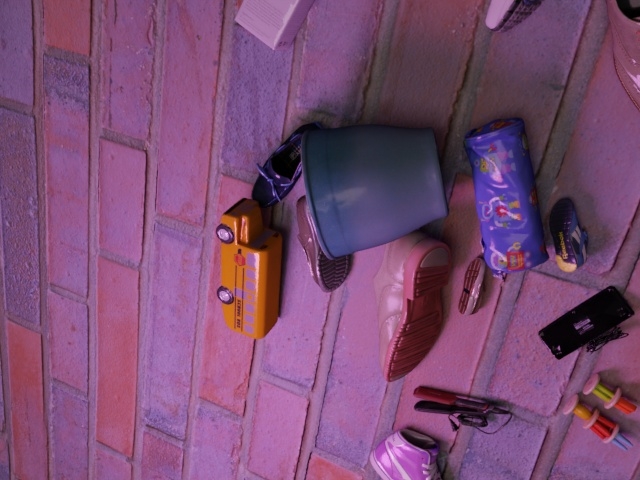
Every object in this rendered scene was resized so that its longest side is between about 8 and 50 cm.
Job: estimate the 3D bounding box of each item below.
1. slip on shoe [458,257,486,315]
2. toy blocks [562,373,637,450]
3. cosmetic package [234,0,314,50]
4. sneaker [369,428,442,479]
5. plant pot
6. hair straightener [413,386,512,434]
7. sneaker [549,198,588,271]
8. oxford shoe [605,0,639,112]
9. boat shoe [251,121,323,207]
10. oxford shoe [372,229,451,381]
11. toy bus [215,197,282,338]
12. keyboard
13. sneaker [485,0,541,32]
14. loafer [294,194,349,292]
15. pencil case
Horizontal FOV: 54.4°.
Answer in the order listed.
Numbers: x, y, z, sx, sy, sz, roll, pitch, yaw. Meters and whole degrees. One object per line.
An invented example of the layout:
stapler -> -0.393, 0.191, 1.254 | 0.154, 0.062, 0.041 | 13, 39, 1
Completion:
slip on shoe -> 0.339, 0.101, 1.356 | 0.041, 0.051, 0.136 | 5, 107, -19
toy blocks -> 0.613, 0.368, 1.318 | 0.148, 0.054, 0.123 | 36, 120, 9
cosmetic package -> -0.071, -0.525, 1.288 | 0.117, 0.085, 0.231 | 39, 118, 7
sneaker -> 0.268, 0.589, 1.536 | 0.282, 0.102, 0.161 | 42, 117, 5
plant pot -> 0.120, -0.117, 1.260 | 0.255, 0.272, 0.272 | -11, 104, 13
hair straightener -> 0.334, 0.408, 1.476 | 0.230, 0.047, 0.089 | 4, 111, 19
sneaker -> 0.496, -0.012, 1.237 | 0.053, 0.059, 0.144 | -5, 92, 58
oxford shoe -> 0.547, -0.336, 1.042 | 0.122, 0.130, 0.349 | -21, 99, 30
boat shoe -> -0.093, -0.172, 1.423 | 0.109, 0.089, 0.258 | 40, 122, 7
oxford shoe -> 0.188, 0.144, 1.413 | 0.146, 0.140, 0.397 | 40, 131, 43
toy bus -> -0.171, 0.071, 1.513 | 0.130, 0.108, 0.333 | 18, 124, 20
keyboard -> 0.558, 0.183, 1.296 | 0.192, 0.038, 0.100 | -43, 65, 32
sneaker -> 0.358, -0.519, 1.095 | 0.129, 0.111, 0.297 | 33, 116, 28
loafer -> 0.000, 0.000, 1.459 | 0.087, 0.094, 0.251 | 20, 124, 57
pencil case -> 0.362, -0.085, 1.230 | 0.133, 0.119, 0.306 | -5, 107, 35
